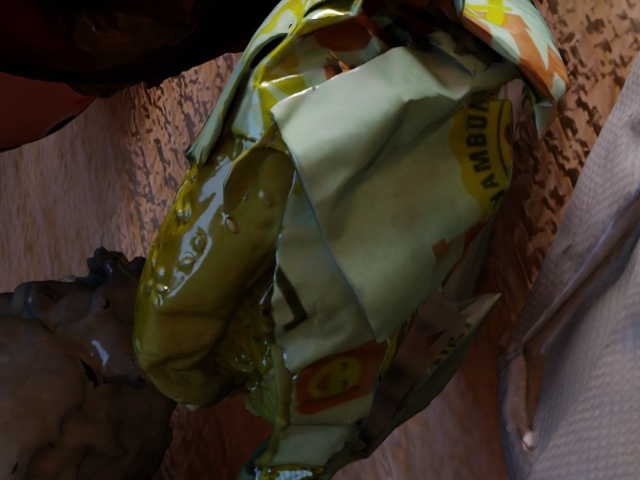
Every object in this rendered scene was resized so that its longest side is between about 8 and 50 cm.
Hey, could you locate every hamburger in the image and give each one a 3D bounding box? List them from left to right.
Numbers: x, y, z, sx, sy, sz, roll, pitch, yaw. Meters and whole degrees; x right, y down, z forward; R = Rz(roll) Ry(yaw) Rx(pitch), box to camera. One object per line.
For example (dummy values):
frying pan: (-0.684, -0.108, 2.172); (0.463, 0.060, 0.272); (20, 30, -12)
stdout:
hamburger: (0.000, 0.003, 0.692); (0.235, 0.125, 0.214); (-61, -6, 19)

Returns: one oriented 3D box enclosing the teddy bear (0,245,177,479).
teddy bear: (-0.193, 0.112, 0.985); (0.367, 0.224, 0.357); (-53, 2, 39)

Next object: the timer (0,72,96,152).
timer: (-0.209, -0.162, 1.109); (0.229, 0.229, 0.215); (-124, 43, -52)

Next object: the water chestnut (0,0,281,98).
water chestnut: (-0.110, -0.191, 0.846); (0.300, 0.300, 0.300); (-23, 63, 60)

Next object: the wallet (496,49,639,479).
wallet: (0.147, 0.028, 0.538); (0.275, 0.068, 0.335); (-66, 33, 26)
